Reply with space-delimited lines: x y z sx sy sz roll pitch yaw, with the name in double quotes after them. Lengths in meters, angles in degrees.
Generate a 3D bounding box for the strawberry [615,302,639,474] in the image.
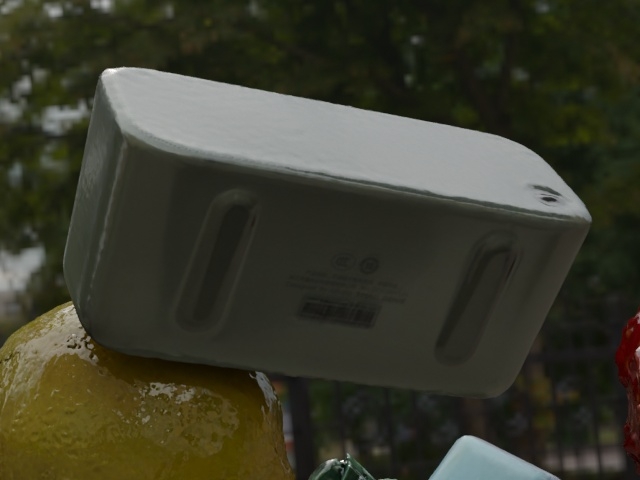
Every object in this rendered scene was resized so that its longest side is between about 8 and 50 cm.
0.328 0.098 1.202 0.261 0.257 0.261 -16 -19 -6 "strawberry"

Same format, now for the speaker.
0.000 0.000 1.413 0.406 0.184 0.183 9 25 -22 "speaker"

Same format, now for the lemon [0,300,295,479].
-0.160 0.161 1.455 0.263 0.236 0.236 -11 -6 20 "lemon"

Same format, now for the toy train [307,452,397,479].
0.088 0.355 1.612 0.178 0.330 0.138 -46 -1 0 "toy train"

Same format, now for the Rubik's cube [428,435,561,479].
0.169 0.362 1.025 0.322 0.316 0.319 25 -19 45 "Rubik's cube"
